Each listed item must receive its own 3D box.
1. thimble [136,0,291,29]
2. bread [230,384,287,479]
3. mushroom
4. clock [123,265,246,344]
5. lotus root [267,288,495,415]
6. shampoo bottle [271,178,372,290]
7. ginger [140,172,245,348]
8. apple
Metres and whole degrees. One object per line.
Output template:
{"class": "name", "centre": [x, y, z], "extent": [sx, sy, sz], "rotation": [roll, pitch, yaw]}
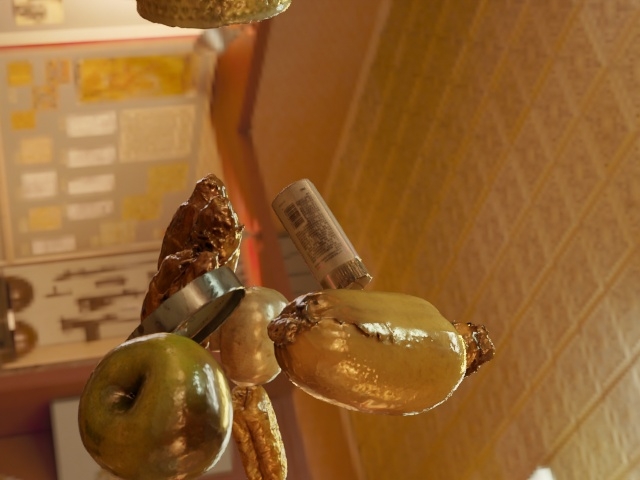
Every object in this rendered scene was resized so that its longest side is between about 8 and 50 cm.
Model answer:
{"class": "thimble", "centre": [-0.177, -0.456, 1.969], "extent": [0.271, 0.270, 0.150], "rotation": [-123, -153, -59]}
{"class": "bread", "centre": [-0.120, 0.384, 2.339], "extent": [0.114, 0.083, 0.211], "rotation": [-90, 167, -61]}
{"class": "mushroom", "centre": [-0.110, 0.152, 1.941], "extent": [0.166, 0.127, 0.166], "rotation": [13, 90, -74]}
{"class": "clock", "centre": [-0.199, 0.123, 1.736], "extent": [0.042, 0.215, 0.215], "rotation": [48, -25, 10]}
{"class": "lotus root", "centre": [0.062, 0.126, 1.335], "extent": [0.146, 0.303, 0.131], "rotation": [50, -60, 42]}
{"class": "shampoo bottle", "centre": [0.000, 0.000, 2.094], "extent": [0.227, 0.086, 0.056], "rotation": [57, 9, 27]}
{"class": "ginger", "centre": [-0.239, 0.046, 2.265], "extent": [0.274, 0.152, 0.357], "rotation": [108, -3, -57]}
{"class": "apple", "centre": [-0.195, 0.209, 1.452], "extent": [0.157, 0.196, 0.196], "rotation": [54, 10, -45]}
